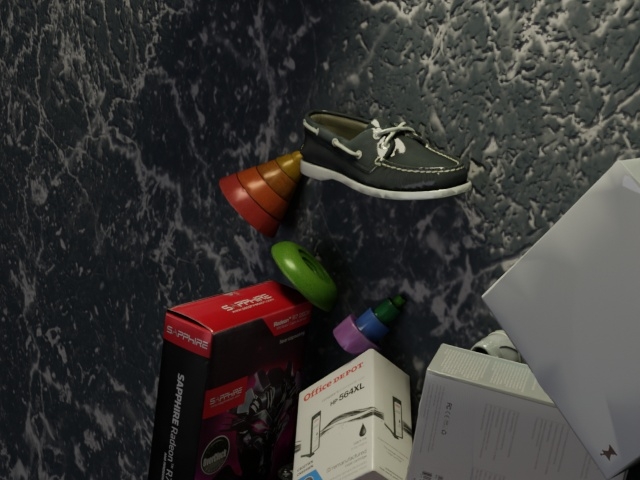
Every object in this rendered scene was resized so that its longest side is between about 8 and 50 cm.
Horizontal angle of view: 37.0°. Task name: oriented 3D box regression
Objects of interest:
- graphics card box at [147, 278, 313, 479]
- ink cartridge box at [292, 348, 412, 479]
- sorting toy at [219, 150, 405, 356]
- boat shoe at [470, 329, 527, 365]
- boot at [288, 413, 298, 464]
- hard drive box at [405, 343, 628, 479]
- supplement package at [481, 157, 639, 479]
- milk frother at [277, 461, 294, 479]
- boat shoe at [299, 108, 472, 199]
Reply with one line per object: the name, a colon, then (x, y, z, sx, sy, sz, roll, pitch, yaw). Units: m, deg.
graphics card box: (-0.132, 0.258, 1.358, 0.094, 0.232, 0.371, 19, 108, 30)
ink cartridge box: (0.042, 0.268, 1.272, 0.148, 0.086, 0.203, -36, 31, 28)
sorting toy: (0.000, 0.000, 1.387, 0.126, 0.127, 0.365, -43, 64, 10)
boat shoe: (0.204, 0.224, 1.184, 0.079, 0.081, 0.228, 15, 108, 46)
boot: (-0.058, 0.269, 1.480, 0.280, 0.096, 0.264, 11, 103, 45)
hard drive box: (0.225, 0.239, 1.082, 0.232, 0.089, 0.181, 14, 109, 16)
supplement package: (0.335, 0.053, 0.869, 0.199, 0.262, 0.198, 58, 134, 23)
milk frother: (-0.046, 0.402, 1.368, 0.129, 0.143, 0.135, -124, 31, -82)
boat shoe: (0.072, -0.116, 1.250, 0.302, 0.114, 0.091, 15, 113, 46)
